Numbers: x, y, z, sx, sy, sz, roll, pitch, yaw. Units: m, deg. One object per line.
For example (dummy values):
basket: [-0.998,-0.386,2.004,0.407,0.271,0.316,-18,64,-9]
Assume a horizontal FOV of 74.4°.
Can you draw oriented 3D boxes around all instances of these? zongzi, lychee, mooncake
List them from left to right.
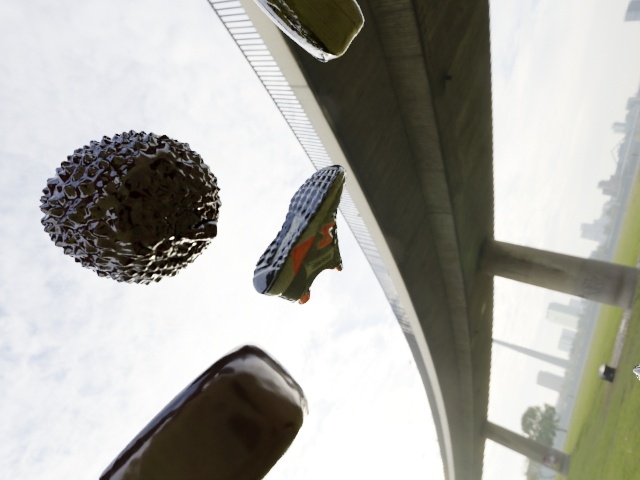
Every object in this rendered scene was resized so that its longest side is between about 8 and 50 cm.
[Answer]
lychee: [-0.350,-0.062,0.817,0.306,0.331,0.305,20,-90,-76]
mooncake: [-0.159,0.308,0.644,0.334,0.174,0.326,-40,-8,-48]
zongzi: [-0.037,-0.374,0.552,0.123,0.289,0.260,-45,-77,4]

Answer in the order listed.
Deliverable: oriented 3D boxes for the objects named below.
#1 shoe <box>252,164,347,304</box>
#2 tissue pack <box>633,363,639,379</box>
shoe: [0.000,0.000,0.932,0.171,0.132,0.336,37,-106,-31]
tissue pack: [0.881,0.291,0.853,0.198,0.210,0.370,-25,-23,-11]
